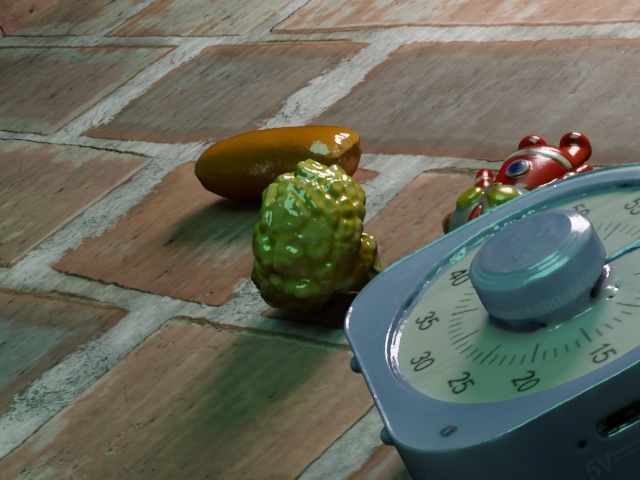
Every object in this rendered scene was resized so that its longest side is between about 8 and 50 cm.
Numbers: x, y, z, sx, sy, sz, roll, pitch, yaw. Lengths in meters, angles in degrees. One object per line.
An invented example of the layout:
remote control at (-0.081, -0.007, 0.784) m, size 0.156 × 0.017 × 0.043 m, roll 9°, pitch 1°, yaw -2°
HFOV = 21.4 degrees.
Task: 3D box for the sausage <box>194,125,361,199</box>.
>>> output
sausage at (-0.057, -0.098, 2.138) m, size 0.238 × 0.098 × 0.098 m, roll -3°, pitch 32°, yaw 34°

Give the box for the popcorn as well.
popcorn at (-0.012, 0.000, 1.838) m, size 0.142 × 0.173 × 0.173 m, roll -13°, pitch 25°, yaw 3°

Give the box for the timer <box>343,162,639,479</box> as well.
timer at (0.214, 0.063, 1.388) m, size 0.395 × 0.173 × 0.395 m, roll -25°, pitch 21°, yaw 11°

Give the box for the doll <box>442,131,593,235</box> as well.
doll at (0.206, -0.043, 1.822) m, size 0.142 × 0.076 × 0.245 m, roll -3°, pitch 28°, yaw 39°
